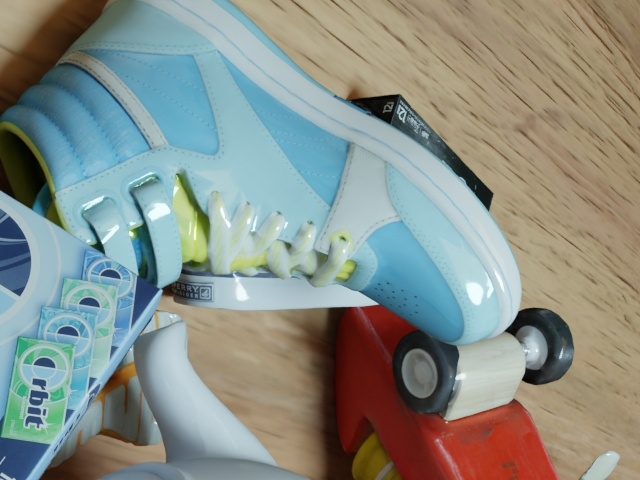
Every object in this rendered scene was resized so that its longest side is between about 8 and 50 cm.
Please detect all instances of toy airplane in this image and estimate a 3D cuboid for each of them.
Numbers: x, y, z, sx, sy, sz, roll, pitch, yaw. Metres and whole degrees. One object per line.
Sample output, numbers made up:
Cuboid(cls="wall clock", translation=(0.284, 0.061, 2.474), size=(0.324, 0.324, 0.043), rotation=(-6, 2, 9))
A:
Cuboid(cls="toy airplane", translation=(0.125, 0.270, 0.908), size=(0.386, 0.272, 0.384), rotation=(33, 46, -11))

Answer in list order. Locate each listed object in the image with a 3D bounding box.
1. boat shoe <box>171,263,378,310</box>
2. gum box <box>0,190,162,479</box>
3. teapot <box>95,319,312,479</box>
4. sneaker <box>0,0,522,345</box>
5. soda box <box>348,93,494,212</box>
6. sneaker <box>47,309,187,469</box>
Cuboid(cls="boat shoe", translation=(0.000, 0.000, 0.893), size=(0.267, 0.096, 0.088), rotation=(-1, 96, -44))
Cuboid(cls="gum box", translation=(-0.196, 0.040, 0.587), size=(0.184, 0.041, 0.157), rotation=(32, 56, 0))
Cuboid(cls="teapot", translation=(-0.085, 0.205, 0.594), size=(0.252, 0.256, 0.187), rotation=(-46, 118, -2))
Cuboid(cls="sneaker", translation=(-0.052, -0.001, 0.716), size=(0.208, 0.319, 0.127), rotation=(-48, 171, -32))
Cuboid(cls="soda box", translation=(0.080, -0.053, 1.019), size=(0.169, 0.053, 0.060), rotation=(39, 62, -45))
Cuboid(cls="sneaker", translation=(-0.149, 0.081, 0.712), size=(0.215, 0.083, 0.084), rotation=(0, 95, -64))
